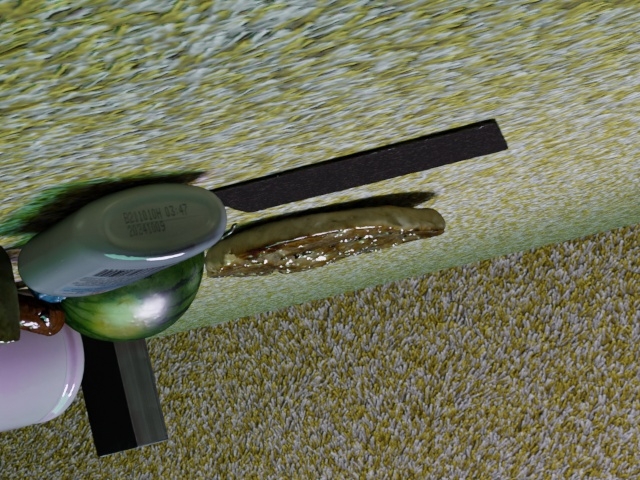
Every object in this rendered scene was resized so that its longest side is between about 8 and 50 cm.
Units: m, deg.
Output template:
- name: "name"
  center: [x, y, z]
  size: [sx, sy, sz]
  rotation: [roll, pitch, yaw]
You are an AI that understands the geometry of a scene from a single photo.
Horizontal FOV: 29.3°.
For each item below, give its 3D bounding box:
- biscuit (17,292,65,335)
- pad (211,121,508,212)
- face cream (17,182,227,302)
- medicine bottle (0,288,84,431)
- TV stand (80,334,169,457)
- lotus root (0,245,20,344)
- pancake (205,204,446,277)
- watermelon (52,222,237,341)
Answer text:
- name: "biscuit"
  center: [-0.395, 0.075, 1.460]
  size: [0.192, 0.049, 0.192]
  rotation: [18, 175, 2]
- name: "pad"
  center: [0.045, -0.079, 1.378]
  size: [0.330, 0.004, 0.220]
  rotation: [-13, 174, 10]
- name: "face cream"
  center: [-0.234, 0.012, 1.295]
  size: [0.163, 0.080, 0.337]
  rotation: [-10, 174, -31]
- name: "medicine bottle"
  center: [-0.498, 0.171, 1.665]
  size: [0.202, 0.202, 0.316]
  rotation: [-16, 172, 29]
- name: "TV stand"
  center: [-0.326, 0.197, 1.929]
  size: [0.088, 0.269, 0.083]
  rotation: [-19, 170, 31]
- name: "lotus root"
  center: [-0.444, 0.078, 1.312]
  size: [0.235, 0.119, 0.138]
  rotation: [-13, 174, 25]
- name: "pancake"
  center: [0.000, 0.002, 1.778]
  size: [0.356, 0.065, 0.356]
  rotation: [-13, 172, -2]
- name: "watermelon"
  center: [-0.235, 0.062, 1.556]
  size: [0.204, 0.127, 0.232]
  rotation: [-21, 175, 39]
